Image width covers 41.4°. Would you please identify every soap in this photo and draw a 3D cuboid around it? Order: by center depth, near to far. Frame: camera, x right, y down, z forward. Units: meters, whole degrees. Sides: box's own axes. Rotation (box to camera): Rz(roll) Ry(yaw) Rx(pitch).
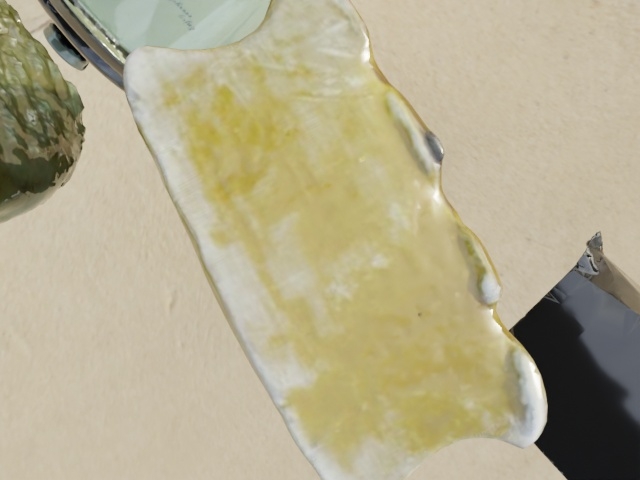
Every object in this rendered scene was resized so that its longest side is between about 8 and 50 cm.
[{"bbox_3d":[0.000,0.000,0.601,0.156,0.335,0.293,-25,94,-5],"label":"soap"}]

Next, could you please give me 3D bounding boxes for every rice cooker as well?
[{"bbox_3d":[-0.154,-0.282,0.845,0.316,0.316,0.264,-36,73,5],"label":"rice cooker"}]

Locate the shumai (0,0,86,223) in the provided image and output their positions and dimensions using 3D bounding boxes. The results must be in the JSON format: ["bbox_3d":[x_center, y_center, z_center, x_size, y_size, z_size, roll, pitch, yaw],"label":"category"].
[{"bbox_3d":[-0.408,-0.083,0.607,0.397,0.324,0.323,23,124,-42],"label":"shumai"}]

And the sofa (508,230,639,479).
[{"bbox_3d":[0.293,0.150,0.816,0.200,0.258,0.182,-46,149,6],"label":"sofa"}]
